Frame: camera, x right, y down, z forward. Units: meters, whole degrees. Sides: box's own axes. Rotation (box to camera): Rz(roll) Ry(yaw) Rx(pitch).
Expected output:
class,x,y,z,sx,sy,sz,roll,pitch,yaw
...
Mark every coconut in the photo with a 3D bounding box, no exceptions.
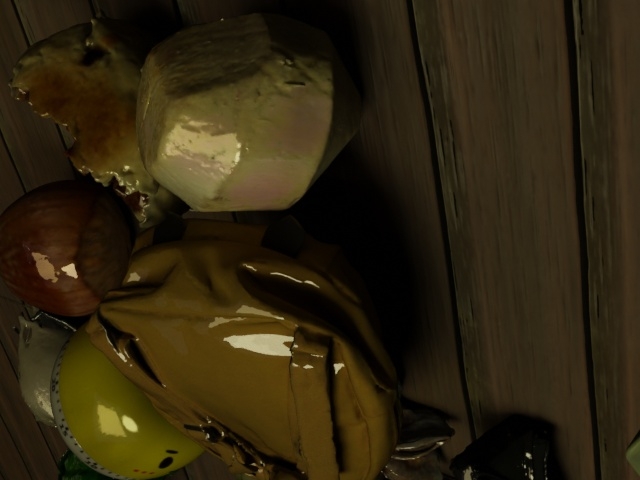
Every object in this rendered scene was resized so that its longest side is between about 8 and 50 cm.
class,x,y,z,sx,sy,sz,roll,pitch,yaw
coconut,-0.067,-0.127,1.013,0.237,0.237,0.197,-1,87,45

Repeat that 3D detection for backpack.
class,x,y,z,sx,sy,sz,roll,pitch,yaw
backpack,0.226,0.300,1.181,0.106,0.120,0.165,29,143,57
backpack,-0.070,0.133,1.121,0.354,0.201,0.378,10,137,27

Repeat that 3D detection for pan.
class,x,y,z,sx,sy,sz,roll,pitch,yaw
pan,0.002,-0.002,1.196,0.115,0.040,0.212,-9,122,49

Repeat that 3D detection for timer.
class,x,y,z,sx,sy,sz,roll,pitch,yaw
timer,-0.231,0.203,1.438,0.285,0.285,0.285,26,137,27

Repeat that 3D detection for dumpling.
class,x,y,z,sx,sy,sz,roll,pitch,yaw
dumpling,-0.427,0.234,1.748,0.163,0.204,0.292,-31,71,18

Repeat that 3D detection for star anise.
class,x,y,z,sx,sy,sz,roll,pitch,yaw
star anise,0.072,0.231,1.296,0.236,0.093,0.229,41,147,16

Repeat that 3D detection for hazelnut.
class,x,y,z,sx,sy,sz,roll,pitch,yaw
hazelnut,-0.378,0.015,1.461,0.214,0.176,0.214,-1,109,-2

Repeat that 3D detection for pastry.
class,x,y,z,sx,sy,sz,roll,pitch,yaw
pastry,-0.214,-0.148,1.178,0.170,0.237,0.256,-40,75,10

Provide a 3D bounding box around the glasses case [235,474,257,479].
class,x,y,z,sx,sy,sz,roll,pitch,yaw
glasses case,0.055,0.386,1.412,0.425,0.098,0.156,9,156,40

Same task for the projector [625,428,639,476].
class,x,y,z,sx,sy,sz,roll,pitch,yaw
projector,0.438,0.245,0.941,0.269,0.088,0.193,38,142,15

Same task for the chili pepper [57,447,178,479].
class,x,y,z,sx,sy,sz,roll,pitch,yaw
chili pepper,-0.367,0.447,1.839,0.168,0.213,0.385,15,156,-26
